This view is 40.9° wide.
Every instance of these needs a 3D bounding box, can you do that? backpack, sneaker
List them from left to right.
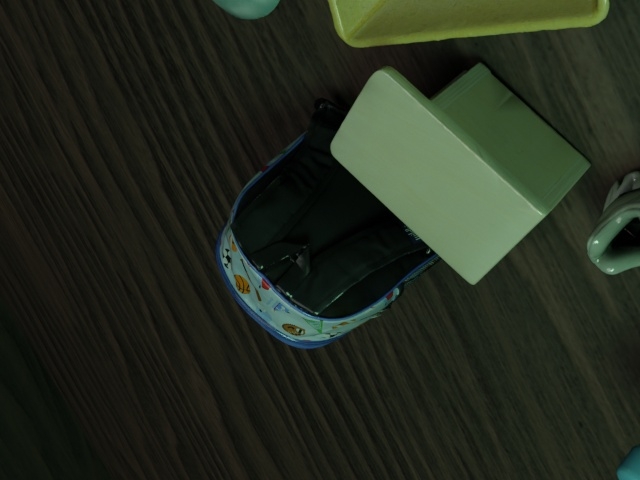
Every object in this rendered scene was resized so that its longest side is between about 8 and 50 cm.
[{"bbox_3d":[0.000,0.000,1.098,0.276,0.263,0.213,45,142,11],"label":"backpack"},{"bbox_3d":[0.378,-0.030,0.793,0.292,0.118,0.110,-25,96,51],"label":"sneaker"}]

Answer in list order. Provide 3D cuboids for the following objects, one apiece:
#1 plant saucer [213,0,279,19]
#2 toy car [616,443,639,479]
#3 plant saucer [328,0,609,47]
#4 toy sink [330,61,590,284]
[{"bbox_3d":[-0.126,-0.381,1.131,0.195,0.037,0.195,27,136,31],"label":"plant saucer"},{"bbox_3d":[0.437,0.231,0.903,0.210,0.219,0.238,38,168,21],"label":"toy car"},{"bbox_3d":[0.121,-0.370,0.839,0.333,0.081,0.332,8,123,45],"label":"plant saucer"},{"bbox_3d":[0.154,-0.097,0.970,0.234,0.131,0.153,43,141,8],"label":"toy sink"}]
